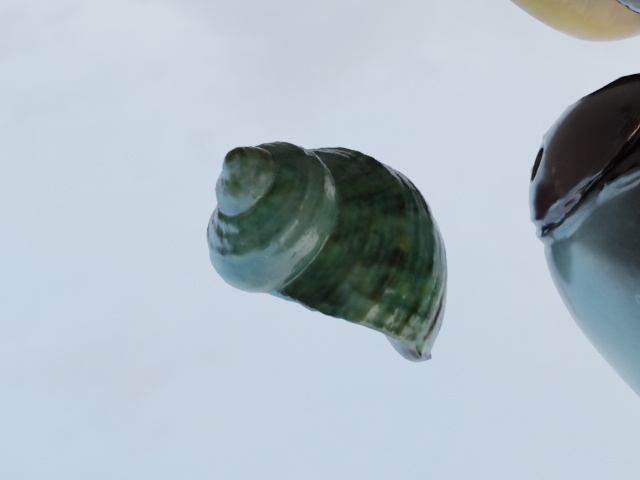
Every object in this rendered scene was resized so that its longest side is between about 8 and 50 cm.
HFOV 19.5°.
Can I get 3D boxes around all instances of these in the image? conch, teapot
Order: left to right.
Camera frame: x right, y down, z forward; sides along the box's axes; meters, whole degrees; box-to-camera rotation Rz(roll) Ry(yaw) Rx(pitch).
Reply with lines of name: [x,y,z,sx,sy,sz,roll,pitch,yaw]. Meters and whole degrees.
conch: [0.004,-0.001,1.351,0.188,0.122,0.176,15,-146,-16]
teapot: [0.278,0.015,1.309,0.233,0.312,0.315,-50,-175,-4]

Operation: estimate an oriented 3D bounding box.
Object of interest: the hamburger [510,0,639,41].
hamburger: [0.290,-0.378,1.712,0.277,0.395,0.396,-17,-162,47]
